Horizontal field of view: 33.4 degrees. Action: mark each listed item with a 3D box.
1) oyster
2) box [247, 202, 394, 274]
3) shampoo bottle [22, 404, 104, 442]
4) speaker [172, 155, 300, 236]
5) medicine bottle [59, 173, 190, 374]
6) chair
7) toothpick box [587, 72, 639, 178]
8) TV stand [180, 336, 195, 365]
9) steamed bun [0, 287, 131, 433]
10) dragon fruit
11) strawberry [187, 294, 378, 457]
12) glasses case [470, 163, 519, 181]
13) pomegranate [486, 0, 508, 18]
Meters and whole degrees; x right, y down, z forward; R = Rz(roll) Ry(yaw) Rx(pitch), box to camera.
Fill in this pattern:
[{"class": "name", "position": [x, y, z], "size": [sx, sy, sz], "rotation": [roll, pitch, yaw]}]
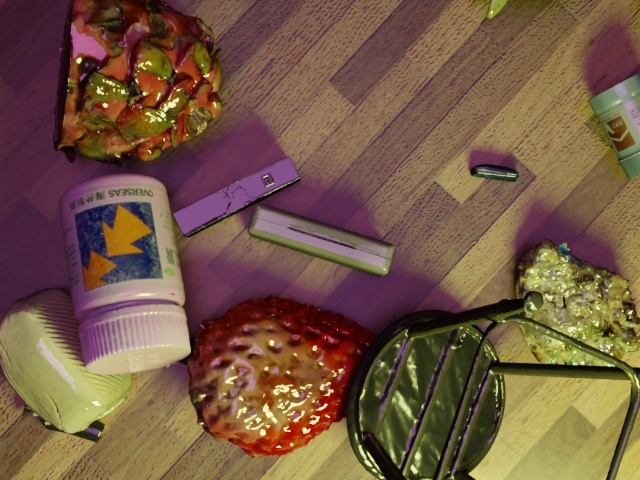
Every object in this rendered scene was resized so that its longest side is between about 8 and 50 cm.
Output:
[{"class": "oyster", "position": [0.431, 0.111, 1.806], "size": [0.198, 0.092, 0.260], "rotation": [-23, 93, 2]}, {"class": "box", "position": [0.000, 0.000, 1.784], "size": [0.243, 0.103, 0.055], "rotation": [17, 85, -1]}, {"class": "shampoo bottle", "position": [-0.436, 0.304, 1.807], "size": [0.137, 0.027, 0.048], "rotation": [21, 84, -1]}, {"class": "speaker", "position": [-0.139, -0.072, 1.794], "size": [0.218, 0.082, 0.044], "rotation": [-27, 90, -3]}, {"class": "medicine bottle", "position": [-0.312, 0.055, 1.703], "size": [0.178, 0.178, 0.291], "rotation": [-12, 72, -2]}, {"class": "chair", "position": [0.261, 0.276, 1.601], "size": [0.362, 0.410, 0.365], "rotation": [23, 84, -27]}, {"class": "toothpick box", "position": [0.531, -0.193, 1.802], "size": [0.101, 0.101, 0.153], "rotation": [-29, 89, -2]}, {"class": "TV stand", "position": [-0.211, 0.197, 1.807], "size": [0.256, 0.040, 0.049], "rotation": [29, 88, -4]}, {"class": "steamed bun", "position": [-0.438, 0.207, 1.746], "size": [0.152, 0.170, 0.239], "rotation": [-40, 93, 15]}, {"class": "dragon fruit", "position": [-0.285, -0.276, 1.717], "size": [0.263, 0.314, 0.296], "rotation": [4, 65, -17]}, {"class": "strawberry", "position": [-0.047, 0.211, 1.733], "size": [0.336, 0.149, 0.265], "rotation": [-8, 80, -13]}, {"class": "glasses case", "position": [0.301, -0.118, 1.829], "size": [0.083, 0.033, 0.023], "rotation": [6, 79, -2]}, {"class": "pomegranate", "position": [0.355, -0.487, 1.769], "size": [0.211, 0.211, 0.263], "rotation": [46, 130, -1]}]
